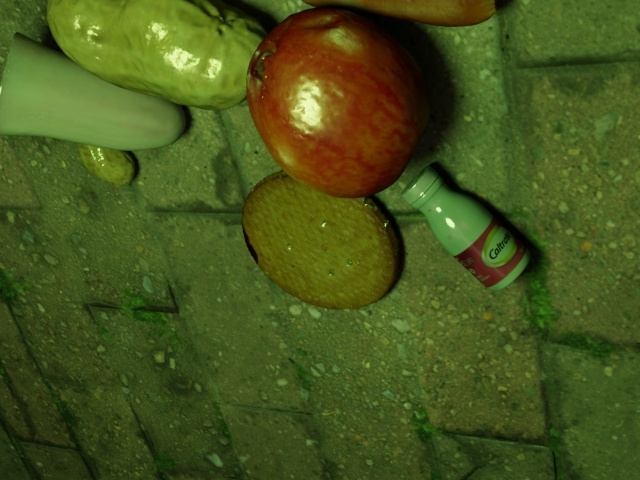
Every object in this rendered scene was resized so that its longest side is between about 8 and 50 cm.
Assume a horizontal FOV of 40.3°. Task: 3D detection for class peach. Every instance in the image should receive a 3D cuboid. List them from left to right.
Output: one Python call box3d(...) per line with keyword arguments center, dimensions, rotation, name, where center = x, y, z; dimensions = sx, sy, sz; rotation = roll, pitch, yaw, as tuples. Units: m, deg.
box3d(center=(0.017, -0.194, 1.248), dimensions=(0.281, 0.238, 0.281), rotation=(14, 150, 8), name="peach")

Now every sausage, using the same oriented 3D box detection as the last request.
box3d(center=(0.101, -0.352, 1.202), dimensions=(0.300, 0.083, 0.089), rotation=(14, 135, 22), name="sausage")

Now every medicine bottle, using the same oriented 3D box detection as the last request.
box3d(center=(0.225, -0.021, 1.372), dimensions=(0.217, 0.090, 0.090), rotation=(43, 132, -6), name="medicine bottle")

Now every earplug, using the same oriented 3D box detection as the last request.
box3d(center=(-0.376, -0.225, 1.468), dimensions=(0.301, 0.172, 0.172), rotation=(13, 134, -16), name="earplug")

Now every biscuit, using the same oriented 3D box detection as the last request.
box3d(center=(0.000, 0.000, 1.541), dimensions=(0.305, 0.038, 0.305), rotation=(15, 130, 18), name="biscuit")

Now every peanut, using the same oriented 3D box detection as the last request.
box3d(center=(-0.406, -0.181, 1.594), dimensions=(0.089, 0.089, 0.192), rotation=(-9, 123, 32), name="peanut")
box3d(center=(-0.255, -0.311, 1.349), dimensions=(0.387, 0.169, 0.192), rotation=(16, 163, 17), name="peanut")
